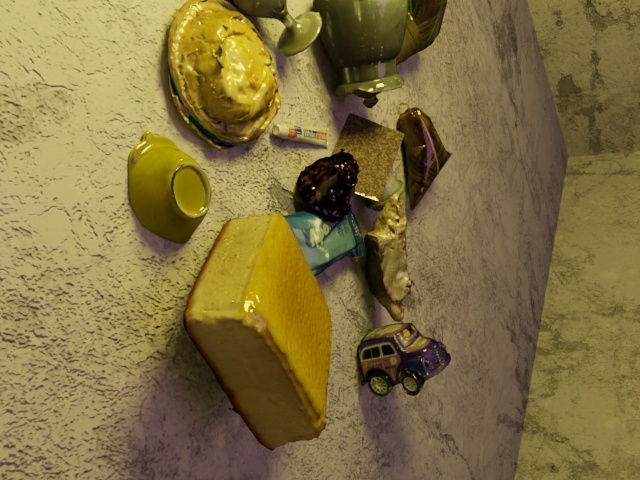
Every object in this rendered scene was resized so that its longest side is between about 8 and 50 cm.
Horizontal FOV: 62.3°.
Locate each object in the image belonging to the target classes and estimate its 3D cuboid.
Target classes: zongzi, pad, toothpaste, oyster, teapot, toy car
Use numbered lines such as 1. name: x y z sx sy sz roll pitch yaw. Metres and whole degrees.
1. zongzi: 0.243 -0.621 1.472 0.300 0.138 0.286 -46 159 -27
2. pad: 0.112 -0.216 1.353 0.003 0.158 0.235 109 2 -62
3. toothpaste: -0.039 -0.248 1.229 0.218 0.033 0.052 -9 101 -58
4. oyster: 0.174 0.048 1.407 0.110 0.166 0.341 -10 123 -12
5. zongzi: 0.281 -0.258 1.602 0.247 0.111 0.241 51 57 -33
6. teapot: 0.099 -0.478 1.319 0.223 0.305 0.285 -13 113 -9
7. toy car: 0.216 0.304 1.407 0.172 0.235 0.158 -23 96 -52

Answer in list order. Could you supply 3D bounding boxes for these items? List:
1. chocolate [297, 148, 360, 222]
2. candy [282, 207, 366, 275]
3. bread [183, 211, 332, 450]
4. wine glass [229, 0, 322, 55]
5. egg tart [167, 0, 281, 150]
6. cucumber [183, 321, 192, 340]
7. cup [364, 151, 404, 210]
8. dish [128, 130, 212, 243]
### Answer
1. chocolate: 0.038 -0.138 1.199 0.156 0.133 0.156 22 50 -28
2. candy: 0.000 0.000 1.243 0.331 0.077 0.187 -29 106 -52
3. bread: -0.092 0.151 0.964 0.333 0.143 0.323 -81 152 -60
4. wine glass: -0.107 -0.489 1.059 0.241 0.126 0.126 34 63 -47
5. egg tart: -0.166 -0.314 0.992 0.291 0.107 0.290 2 87 -53
6. cucumber: -0.176 0.218 0.999 0.077 0.077 0.265 -52 129 -40
7. cup: 0.147 -0.160 1.413 0.141 0.120 0.120 55 48 -26
8. dish: -0.244 -0.090 0.908 0.149 0.080 0.207 -40 122 -47
